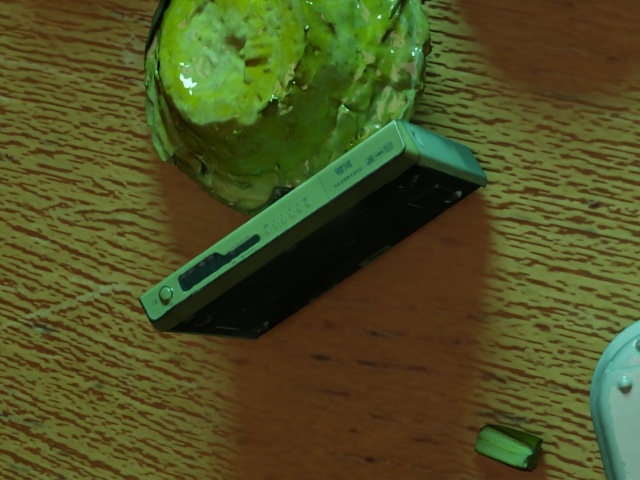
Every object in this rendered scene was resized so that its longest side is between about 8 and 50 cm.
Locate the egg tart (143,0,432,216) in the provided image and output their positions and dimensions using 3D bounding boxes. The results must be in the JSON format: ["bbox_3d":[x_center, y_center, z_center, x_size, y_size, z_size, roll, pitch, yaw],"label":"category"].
[{"bbox_3d":[-0.048,-0.160,1.557,0.294,0.116,0.295,-4,82,32],"label":"egg tart"}]

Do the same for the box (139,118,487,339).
[{"bbox_3d":[0.000,0.000,1.531,0.270,0.211,0.045,-34,73,16],"label":"box"}]

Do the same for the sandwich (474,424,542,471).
[{"bbox_3d":[0.172,0.181,1.575,0.083,0.044,0.031,20,97,60],"label":"sandwich"}]

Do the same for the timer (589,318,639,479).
[{"bbox_3d":[0.350,0.174,1.488,0.237,0.087,0.262,-14,90,18],"label":"timer"}]
